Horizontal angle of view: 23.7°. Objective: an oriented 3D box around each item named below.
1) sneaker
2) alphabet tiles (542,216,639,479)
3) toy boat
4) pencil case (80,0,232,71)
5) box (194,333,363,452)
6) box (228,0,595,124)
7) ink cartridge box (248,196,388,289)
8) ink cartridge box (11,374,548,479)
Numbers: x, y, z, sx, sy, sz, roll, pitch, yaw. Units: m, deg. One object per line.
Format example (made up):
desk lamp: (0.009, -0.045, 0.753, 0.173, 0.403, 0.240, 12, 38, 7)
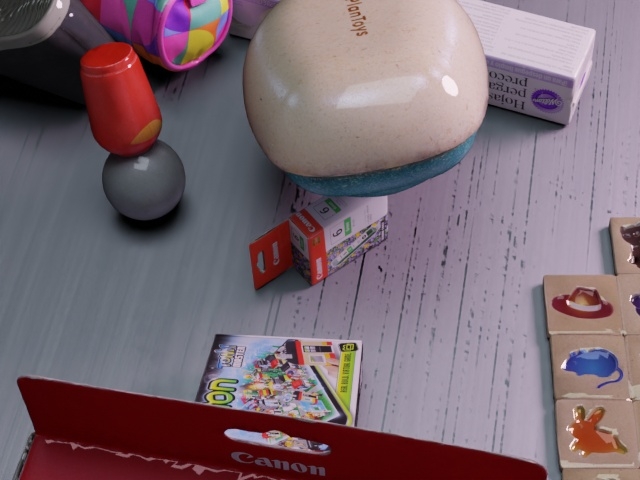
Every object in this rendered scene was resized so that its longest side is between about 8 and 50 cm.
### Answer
sneaker: (-0.264, -0.161, 1.321, 0.222, 0.118, 0.083, 7, 65, 43)
alphabet tiles: (0.314, 0.120, 1.119, 0.285, 0.011, 0.343, 0, 53, 2)
toy boat: (-0.027, -0.104, 1.192, 0.318, 0.148, 0.267, -9, 34, 6)
pencil case: (-0.188, -0.238, 1.344, 0.236, 0.104, 0.104, 32, 60, 25)
box: (-0.031, 0.126, 1.046, 0.114, 0.036, 0.207, 3, 22, 3)
box: (0.073, -0.182, 1.324, 0.324, 0.063, 0.067, 16, 56, 14)
ink cartridge box: (0.000, 0.000, 1.187, 0.115, 0.063, 0.029, -32, 57, -20)
ink cartridge box: (-0.034, 0.220, 0.890, 0.309, 0.272, 0.130, 8, 53, 8)
